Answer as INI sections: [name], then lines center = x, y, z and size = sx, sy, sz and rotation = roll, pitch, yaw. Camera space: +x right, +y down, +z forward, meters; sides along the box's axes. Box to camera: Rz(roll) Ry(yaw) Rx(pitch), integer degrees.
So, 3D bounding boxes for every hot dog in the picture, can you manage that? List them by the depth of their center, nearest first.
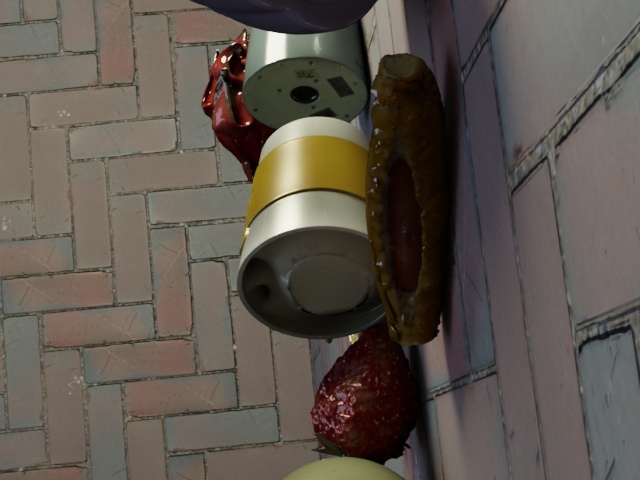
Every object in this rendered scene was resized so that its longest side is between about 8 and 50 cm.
[hot dog]
center = 0.078, -0.026, 1.039
size = 0.083, 0.068, 0.289
rotation = -65, -25, -47

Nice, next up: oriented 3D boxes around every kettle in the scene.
[kettle]
center = -0.007, -0.270, 1.609
size = 0.210, 0.159, 0.243
rotation = 45, -142, -49

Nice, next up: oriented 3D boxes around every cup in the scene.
[cup]
center = 0.000, 0.000, 1.428
size = 0.241, 0.185, 0.226
rotation = 86, -178, -46

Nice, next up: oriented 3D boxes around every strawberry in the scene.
[strawberry]
center = 0.048, 0.172, 1.333
size = 0.131, 0.131, 0.148
rotation = -133, 33, -84

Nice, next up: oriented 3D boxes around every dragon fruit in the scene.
[dragon fruit]
center = -0.080, -0.186, 1.862
size = 0.234, 0.233, 0.293
rotation = 147, 135, -86

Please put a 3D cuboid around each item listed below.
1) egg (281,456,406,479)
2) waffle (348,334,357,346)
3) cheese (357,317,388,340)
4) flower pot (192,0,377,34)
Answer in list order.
[egg]
center = 0.021, 0.338, 1.216
size = 0.269, 0.219, 0.219
rotation = -67, -23, -61
[waffle]
center = 0.060, 0.203, 1.921
size = 0.097, 0.023, 0.153
rotation = 92, 171, -53
[cheese]
center = 0.070, 0.138, 1.491
size = 0.092, 0.047, 0.171
rotation = 91, 174, -79
[flower pot]
center = -0.031, -0.292, 1.059
size = 0.243, 0.265, 0.265
rotation = -124, 27, -60
